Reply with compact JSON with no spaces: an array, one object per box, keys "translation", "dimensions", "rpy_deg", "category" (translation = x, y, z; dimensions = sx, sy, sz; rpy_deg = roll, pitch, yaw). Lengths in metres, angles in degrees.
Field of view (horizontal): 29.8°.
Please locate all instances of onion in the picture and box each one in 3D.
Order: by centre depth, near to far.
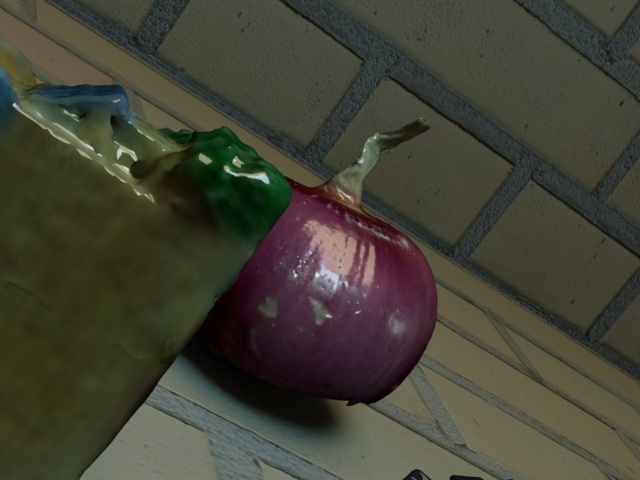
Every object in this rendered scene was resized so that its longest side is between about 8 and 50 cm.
[{"translation":[-0.022,0.031,1.468],"dimensions":[0.358,0.345,0.358],"rpy_deg":[19,-22,8],"category":"onion"}]

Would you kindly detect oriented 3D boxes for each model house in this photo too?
[{"translation":[-0.266,-0.023,0.903],"dimensions":[0.343,0.334,0.382],"rpy_deg":[36,2,-11],"category":"model house"}]

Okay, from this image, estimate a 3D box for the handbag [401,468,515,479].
[{"translation":[0.163,0.326,1.145],"dimensions":[0.326,0.118,0.269],"rpy_deg":[18,25,-49],"category":"handbag"}]
